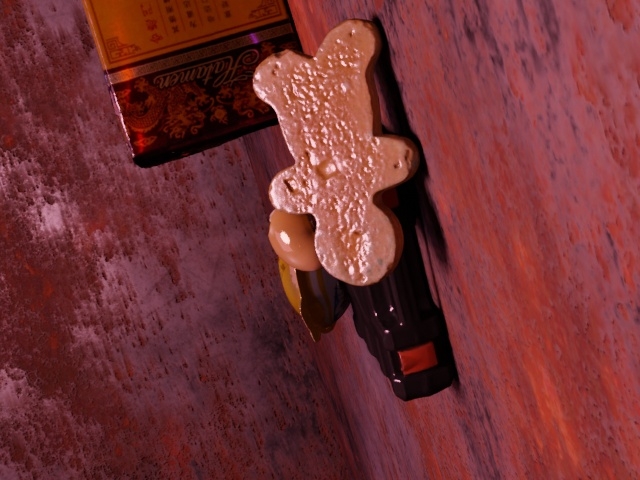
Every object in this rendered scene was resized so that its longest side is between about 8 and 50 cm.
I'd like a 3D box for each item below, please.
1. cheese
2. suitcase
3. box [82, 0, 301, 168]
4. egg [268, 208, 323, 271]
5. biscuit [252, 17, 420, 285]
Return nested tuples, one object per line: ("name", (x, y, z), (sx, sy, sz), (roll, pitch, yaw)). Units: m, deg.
("cheese", (0.000, 0.000, 1.227), (0.177, 0.069, 0.270), (64, -155, -44))
("suitcase", (0.059, 0.008, 1.066), (0.206, 0.066, 0.286), (-124, 17, -68))
("box", (-0.190, -0.330, 1.343), (0.116, 0.264, 0.415), (-174, 65, -81))
("egg", (-0.018, -0.004, 1.074), (0.071, 0.071, 0.083), (86, 164, -64))
("biscuit", (0.017, -0.073, 0.914), (0.030, 0.153, 0.234), (-16, -91, -61))
